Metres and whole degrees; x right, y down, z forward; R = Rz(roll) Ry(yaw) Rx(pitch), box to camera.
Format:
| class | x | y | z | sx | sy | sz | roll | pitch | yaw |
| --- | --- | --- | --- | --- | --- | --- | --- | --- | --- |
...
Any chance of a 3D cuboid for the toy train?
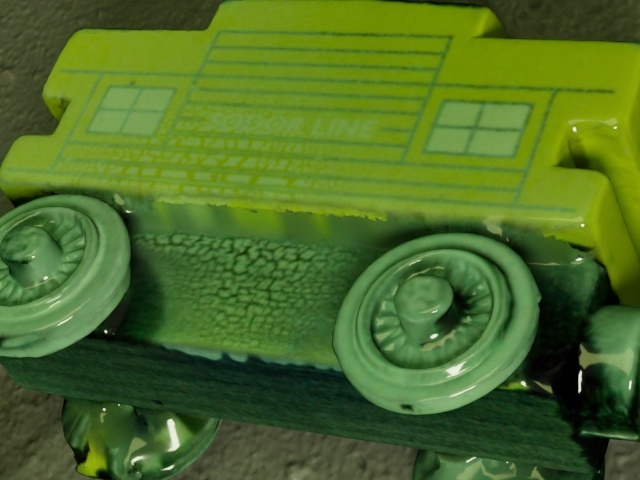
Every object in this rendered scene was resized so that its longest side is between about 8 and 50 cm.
| class | x | y | z | sx | sy | sz | roll | pitch | yaw |
| --- | --- | --- | --- | --- | --- | --- | --- | --- | --- |
| toy train | 0.000 | 0.000 | 0.952 | 0.442 | 0.179 | 0.272 | 6 | 56 | 29 |
